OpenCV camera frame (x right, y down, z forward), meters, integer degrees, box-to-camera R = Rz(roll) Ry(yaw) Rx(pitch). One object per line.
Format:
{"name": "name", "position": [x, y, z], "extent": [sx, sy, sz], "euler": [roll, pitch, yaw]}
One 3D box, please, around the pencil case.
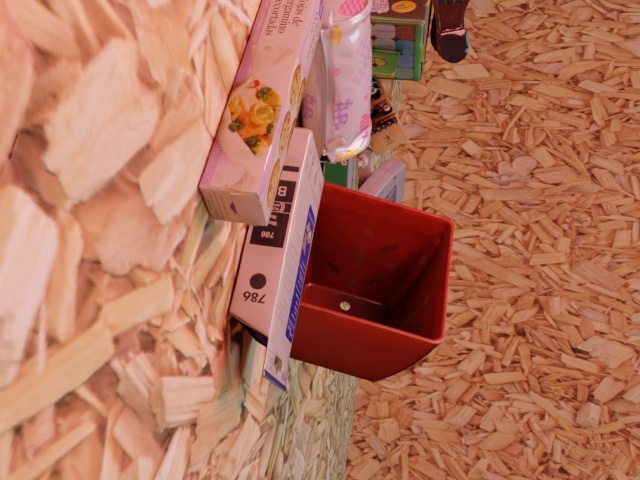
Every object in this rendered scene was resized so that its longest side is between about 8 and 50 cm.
{"name": "pencil case", "position": [0.018, -0.244, 0.971], "extent": [0.124, 0.114, 0.273], "euler": [-52, 155, -32]}

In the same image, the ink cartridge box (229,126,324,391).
{"name": "ink cartridge box", "position": [-0.058, 0.028, 0.881], "extent": [0.165, 0.065, 0.332], "euler": [75, 23, -68]}

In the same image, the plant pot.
{"name": "plant pot", "position": [0.057, 0.095, 1.126], "extent": [0.235, 0.268, 0.267], "euler": [108, -2, -48]}

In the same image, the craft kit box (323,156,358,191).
{"name": "craft kit box", "position": [0.043, -0.104, 1.349], "extent": [0.246, 0.061, 0.249], "euler": [69, 23, -66]}

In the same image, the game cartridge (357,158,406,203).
{"name": "game cartridge", "position": [0.121, -0.066, 1.640], "extent": [0.294, 0.060, 0.196], "euler": [-51, 161, -26]}

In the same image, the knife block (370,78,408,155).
{"name": "knife block", "position": [0.110, -0.330, 1.495], "extent": [0.242, 0.088, 0.275], "euler": [55, 15, -44]}

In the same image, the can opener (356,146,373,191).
{"name": "can opener", "position": [0.098, -0.157, 1.657], "extent": [0.280, 0.074, 0.093], "euler": [87, 14, -50]}

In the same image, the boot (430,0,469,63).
{"name": "boot", "position": [0.245, -0.467, 1.269], "extent": [0.106, 0.082, 0.219], "euler": [-115, -158, -65]}

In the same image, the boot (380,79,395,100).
{"name": "boot", "position": [0.213, -0.561, 2.029], "extent": [0.236, 0.089, 0.269], "euler": [20, 77, -70]}

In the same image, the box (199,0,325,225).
{"name": "box", "position": [-0.056, -0.169, 0.721], "extent": [0.067, 0.063, 0.323], "euler": [84, 16, -60]}

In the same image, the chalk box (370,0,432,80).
{"name": "chalk box", "position": [0.122, -0.430, 1.258], "extent": [0.179, 0.180, 0.288], "euler": [75, 26, -67]}
